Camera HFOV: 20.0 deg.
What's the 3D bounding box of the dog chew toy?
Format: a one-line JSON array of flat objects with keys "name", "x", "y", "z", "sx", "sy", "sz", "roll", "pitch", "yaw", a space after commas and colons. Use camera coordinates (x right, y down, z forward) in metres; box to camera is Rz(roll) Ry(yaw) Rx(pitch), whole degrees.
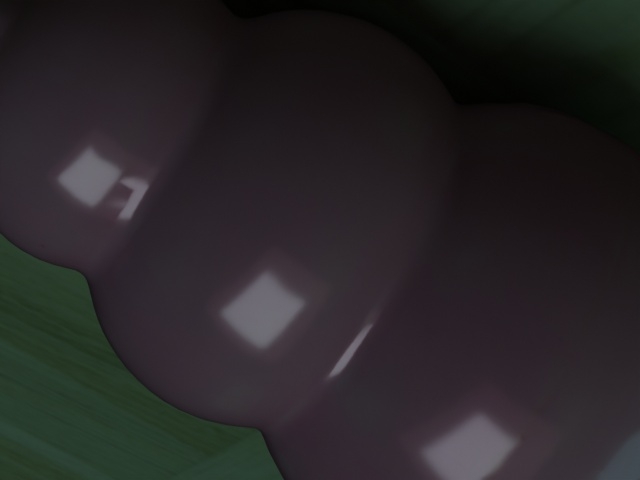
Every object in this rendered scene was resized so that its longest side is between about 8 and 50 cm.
[{"name": "dog chew toy", "x": 0.000, "y": 0.000, "z": 0.751, "sx": 0.332, "sy": 0.206, "sz": 0.206, "roll": 32, "pitch": 139, "yaw": -11}]
